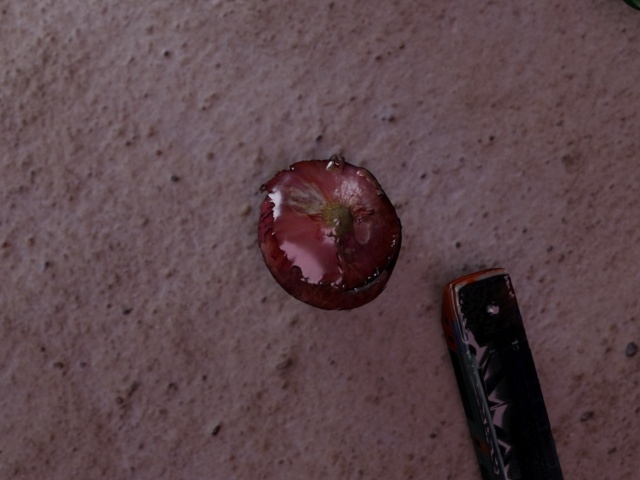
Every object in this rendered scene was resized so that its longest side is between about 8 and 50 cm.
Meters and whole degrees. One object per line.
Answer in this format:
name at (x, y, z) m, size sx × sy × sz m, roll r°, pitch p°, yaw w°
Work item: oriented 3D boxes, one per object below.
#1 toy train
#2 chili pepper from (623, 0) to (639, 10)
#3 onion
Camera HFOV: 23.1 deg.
toy train at (0.225, 0.228, 1.879) m, size 0.086 × 0.089 × 0.409 m, roll -19°, pitch 101°, yaw -13°
chili pepper at (0.427, -0.312, 1.747) m, size 0.385 × 0.167 × 0.213 m, roll 42°, pitch 54°, yaw 4°
onion at (0.000, 0.000, 1.802) m, size 0.184 × 0.147 × 0.184 m, roll 15°, pitch 60°, yaw -27°
